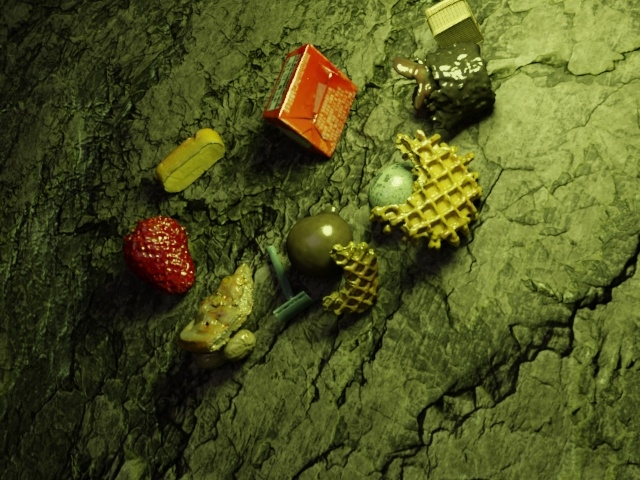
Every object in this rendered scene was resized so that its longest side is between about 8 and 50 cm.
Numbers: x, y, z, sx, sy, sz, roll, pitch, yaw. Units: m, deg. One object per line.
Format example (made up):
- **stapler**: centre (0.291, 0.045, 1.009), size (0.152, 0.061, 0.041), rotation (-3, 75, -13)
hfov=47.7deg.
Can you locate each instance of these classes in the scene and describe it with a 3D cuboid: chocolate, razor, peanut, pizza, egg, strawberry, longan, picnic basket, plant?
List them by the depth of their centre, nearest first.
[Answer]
- **egg**: centre (0.195, -0.126, 1.841), size (0.132, 0.132, 0.172), rotation (26, 72, 35)
- **plant**: centre (0.323, -0.393, 1.843), size (0.234, 0.204, 0.178), rotation (-18, 52, 11)
- **longan**: centre (0.000, 0.000, 1.887), size (0.185, 0.159, 0.204), rotation (7, 65, 32)
- **picnic basket**: centre (0.355, -0.566, 1.912), size (0.115, 0.164, 0.079), rotation (-26, 68, 19)
- **peanut**: centre (-0.259, 0.299, 1.964), size (0.187, 0.082, 0.082), rotation (-21, 61, 22)
- **razor**: centre (-0.099, 0.104, 1.972), size (0.106, 0.068, 0.232), rotation (-34, 50, 13)
- **pizza**: centre (-0.267, 0.184, 1.977), size (0.189, 0.071, 0.297), rotation (10, 55, 50)
- **chocolate**: centre (-0.030, -0.388, 2.027), size (0.108, 0.235, 0.237), rotation (11, 76, 45)
- **strawberry**: centre (-0.463, 0.058, 2.146), size (0.205, 0.205, 0.244), rotation (-44, 77, 8)

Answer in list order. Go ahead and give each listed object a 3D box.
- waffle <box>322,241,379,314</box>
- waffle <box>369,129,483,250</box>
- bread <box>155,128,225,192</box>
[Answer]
- **waffle**: centre (0.075, 0.098, 1.805), size (0.149, 0.194, 0.051), rotation (-7, 21, -9)
- **waffle**: centre (0.272, -0.119, 1.753), size (0.260, 0.069, 0.293), rotation (19, 74, -7)
- **bread**: centre (-0.412, -0.253, 2.271), size (0.245, 0.102, 0.094), rotation (-38, 58, 13)
